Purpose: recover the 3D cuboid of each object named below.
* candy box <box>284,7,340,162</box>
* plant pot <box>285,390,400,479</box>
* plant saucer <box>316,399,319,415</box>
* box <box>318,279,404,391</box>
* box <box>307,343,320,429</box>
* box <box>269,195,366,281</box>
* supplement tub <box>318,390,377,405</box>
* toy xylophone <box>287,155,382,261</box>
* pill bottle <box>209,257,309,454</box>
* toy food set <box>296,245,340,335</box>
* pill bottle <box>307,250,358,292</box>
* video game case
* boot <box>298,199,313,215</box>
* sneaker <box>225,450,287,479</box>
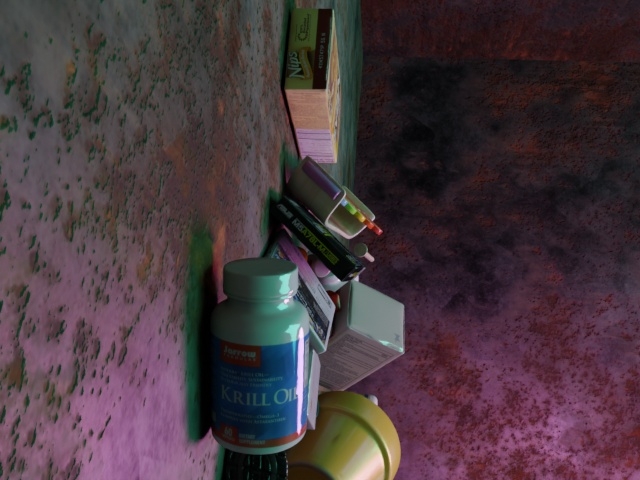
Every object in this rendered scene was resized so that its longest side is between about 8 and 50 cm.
[{"bbox_3d":[-0.009,-0.308,1.444,0.316,0.088,0.182,75,19,-71],"label":"candy box"},{"bbox_3d":[0.016,0.478,1.460,0.239,0.254,0.254,-29,123,-64],"label":"plant pot"},{"bbox_3d":[-0.049,0.321,1.449,0.119,0.021,0.119,43,24,-25],"label":"plant saucer"},{"bbox_3d":[0.053,0.210,1.500,0.232,0.149,0.126,-41,-150,40],"label":"box"},{"bbox_3d":[-0.055,0.267,1.278,0.170,0.091,0.130,80,15,-66],"label":"box"},{"bbox_3d":[0.000,0.000,1.303,0.045,0.184,0.191,-44,172,5],"label":"box"},{"bbox_3d":[0.040,0.454,1.751,0.144,0.200,0.144,4,90,-84],"label":"supplement tub"},{"bbox_3d":[0.045,-0.063,1.485,0.081,0.236,0.323,-46,172,6],"label":"toy xylophone"},{"bbox_3d":[-0.076,0.138,0.866,0.124,0.124,0.221,-63,154,-76],"label":"pill bottle"},{"bbox_3d":[-0.033,0.115,1.411,0.104,0.111,0.232,-162,-119,-65],"label":"toy food set"},{"bbox_3d":[0.017,0.119,1.627,0.264,0.146,0.146,84,10,-53],"label":"pill bottle"},{"bbox_3d":[-0.037,0.087,1.256,0.190,0.022,0.173,58,16,-15],"label":"video game case"},{"bbox_3d":[-0.029,-0.110,1.620,0.114,0.037,0.106,50,45,-75],"label":"boot"},{"bbox_3d":[-0.090,0.423,0.997,0.130,0.109,0.286,94,2,-71],"label":"sneaker"}]
